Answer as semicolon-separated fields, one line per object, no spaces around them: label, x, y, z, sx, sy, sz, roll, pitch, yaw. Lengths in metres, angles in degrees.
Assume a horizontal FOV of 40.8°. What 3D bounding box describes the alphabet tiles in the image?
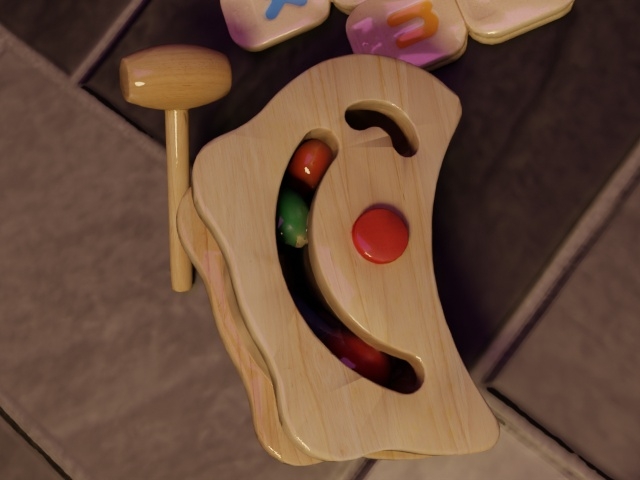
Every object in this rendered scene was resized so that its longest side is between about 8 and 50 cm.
alphabet tiles;0.049;-0.243;0.567;0.278;0.021;0.284;-22;72;9

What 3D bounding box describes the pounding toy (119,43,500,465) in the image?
pounding toy;0.000;0.000;0.493;0.154;0.155;0.270;-19;80;-20
